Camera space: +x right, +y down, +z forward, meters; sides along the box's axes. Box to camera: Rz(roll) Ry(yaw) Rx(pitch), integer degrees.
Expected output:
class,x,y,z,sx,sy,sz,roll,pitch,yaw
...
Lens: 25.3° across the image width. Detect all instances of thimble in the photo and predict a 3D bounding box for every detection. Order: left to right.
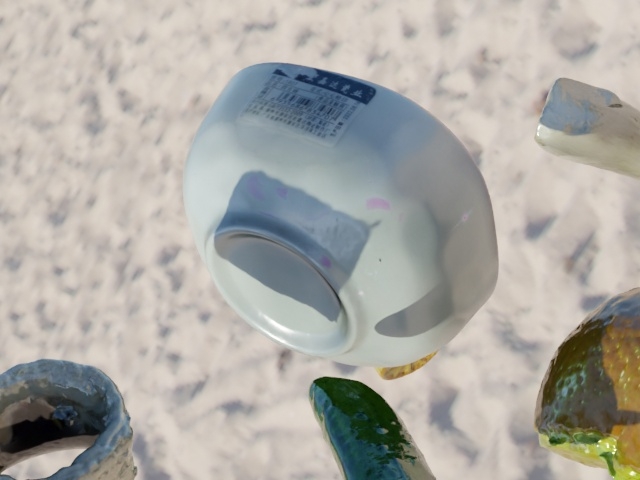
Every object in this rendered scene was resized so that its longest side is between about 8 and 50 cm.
class,x,y,z,sx,sy,sz,roll,pitch,yaw
thimble,-0.178,0.141,0.924,0.090,0.115,0.102,97,161,-53

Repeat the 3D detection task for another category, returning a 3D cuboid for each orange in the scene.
class,x,y,z,sx,sy,sz,roll,pitch,yaw
orange,0.253,0.112,0.877,0.237,0.179,0.158,41,109,51

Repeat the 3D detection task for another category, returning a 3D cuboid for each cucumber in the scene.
class,x,y,z,sx,sy,sz,roll,pitch,yaw
cucumber,0.041,0.151,0.880,0.056,0.056,0.250,-53,29,15

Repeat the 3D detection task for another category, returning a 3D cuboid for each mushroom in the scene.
class,x,y,z,sx,sy,sz,roll,pitch,yaw
mushroom,0.352,-0.127,1.732,0.108,0.247,0.096,22,92,65

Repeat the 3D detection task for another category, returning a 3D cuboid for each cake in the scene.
class,x,y,z,sx,sy,sz,roll,pitch,yaw
cake,0.087,0.110,1.507,0.084,0.084,0.044,-44,63,30

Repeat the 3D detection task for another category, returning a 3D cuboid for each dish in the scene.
class,x,y,z,sx,sy,sz,roll,pitch,yaw
dish,0.000,0.000,1.047,0.256,0.256,0.117,-21,26,53
